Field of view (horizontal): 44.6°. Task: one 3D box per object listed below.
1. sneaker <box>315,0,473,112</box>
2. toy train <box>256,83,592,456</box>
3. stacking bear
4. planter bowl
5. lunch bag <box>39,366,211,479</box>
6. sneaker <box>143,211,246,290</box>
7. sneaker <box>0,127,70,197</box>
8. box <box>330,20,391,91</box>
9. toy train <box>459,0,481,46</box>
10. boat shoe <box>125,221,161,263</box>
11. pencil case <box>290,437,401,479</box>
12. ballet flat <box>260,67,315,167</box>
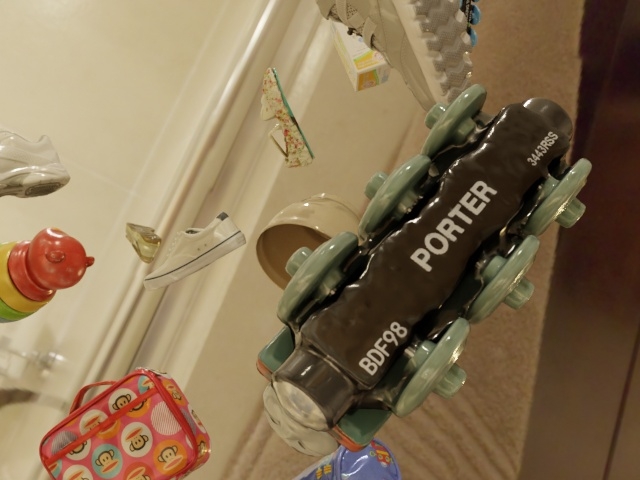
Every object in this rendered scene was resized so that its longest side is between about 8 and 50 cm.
[{"bbox_3d":[0.056,-0.247,0.798,0.115,0.105,0.281,-26,-82,42],"label":"sneaker"},{"bbox_3d":[0.080,0.025,0.601,0.142,0.334,0.190,37,-29,11],"label":"toy train"},{"bbox_3d":[-0.568,0.063,1.487,0.289,0.164,0.175,-20,-23,25],"label":"stacking bear"},{"bbox_3d":[0.000,0.000,1.131,0.162,0.109,0.162,15,-42,14],"label":"planter bowl"},{"bbox_3d":[-0.386,0.387,1.520,0.258,0.293,0.120,55,4,13],"label":"lunch bag"},{"bbox_3d":[-0.278,0.022,1.661,0.091,0.258,0.094,61,17,-1],"label":"sneaker"},{"bbox_3d":[-0.519,-0.120,1.224,0.232,0.115,0.090,-11,-15,-46],"label":"sneaker"},{"bbox_3d":[0.109,-0.529,2.139,0.103,0.203,0.114,-20,-17,-6],"label":"box"},{"bbox_3d":[0.265,-0.457,1.569,0.105,0.080,0.184,43,-31,39],"label":"toy train"},{"bbox_3d":[-0.328,0.001,1.430,0.056,0.048,0.153,12,8,-30],"label":"boat shoe"},{"bbox_3d":[0.003,0.417,1.217,0.119,0.133,0.306,1,-34,-36],"label":"pencil case"},{"bbox_3d":[-0.089,-0.265,1.754,0.091,0.077,0.240,-110,176,-70],"label":"ballet flat"}]
